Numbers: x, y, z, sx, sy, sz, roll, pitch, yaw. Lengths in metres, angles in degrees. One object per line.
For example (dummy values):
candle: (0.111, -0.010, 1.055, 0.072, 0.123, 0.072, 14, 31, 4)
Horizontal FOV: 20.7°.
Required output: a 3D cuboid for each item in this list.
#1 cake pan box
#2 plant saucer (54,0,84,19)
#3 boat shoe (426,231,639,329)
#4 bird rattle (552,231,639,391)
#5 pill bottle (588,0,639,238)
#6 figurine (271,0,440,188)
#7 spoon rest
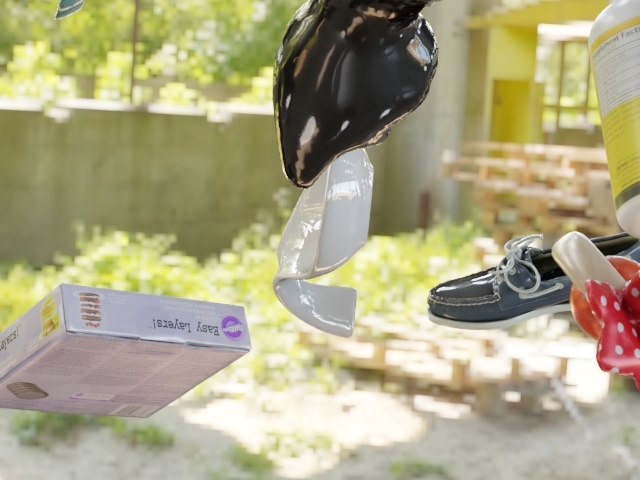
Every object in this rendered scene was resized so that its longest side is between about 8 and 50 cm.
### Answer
cake pan box: (-0.249, 0.138, 2.083, 0.267, 0.070, 0.246, 8, -27, -35)
plant saucer: (-0.213, -0.254, 1.587, 0.021, 0.119, 0.119, 19, 2, -11)
boat shoe: (0.235, 0.041, 1.902, 0.254, 0.079, 0.095, -7, 31, 15)
bird rattle: (0.272, 0.077, 1.562, 0.253, 0.143, 0.207, 30, 16, -51)
pill bottle: (0.227, -0.099, 1.111, 0.103, 0.184, 0.103, -5, -17, -2)
figurine: (0.042, -0.152, 0.667, 0.092, 0.209, 0.215, 22, 49, 1)
spoon rest: (0.000, 0.000, 1.590, 0.084, 0.137, 0.276, 5, -32, 1)
